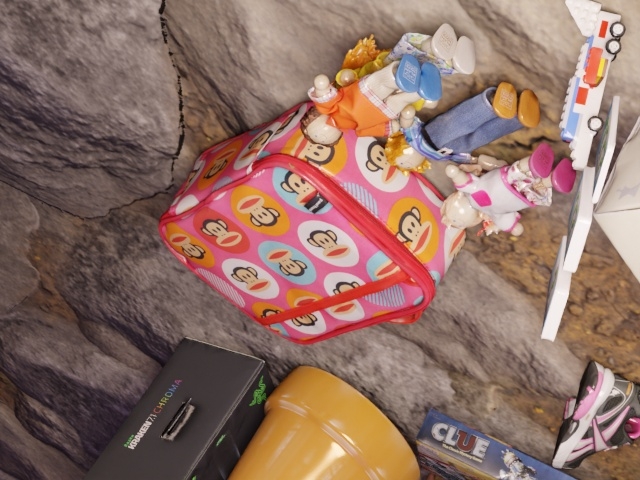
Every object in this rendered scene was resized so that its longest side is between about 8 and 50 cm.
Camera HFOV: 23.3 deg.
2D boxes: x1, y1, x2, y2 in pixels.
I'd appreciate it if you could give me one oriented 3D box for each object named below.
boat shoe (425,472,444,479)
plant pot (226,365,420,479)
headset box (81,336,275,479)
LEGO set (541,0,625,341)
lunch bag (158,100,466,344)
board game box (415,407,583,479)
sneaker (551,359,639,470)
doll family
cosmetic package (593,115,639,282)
[{"bbox_3d":[0.227,0.390,1.802,0.342,0.123,0.123,41,127,43],"label":"boat shoe"},{"bbox_3d":[-0.018,0.285,1.841,0.205,0.188,0.205,36,155,20],"label":"plant pot"},{"bbox_3d":[-0.150,0.298,1.960,0.131,0.246,0.283,14,142,29],"label":"headset box"},{"bbox_3d":[0.192,-0.067,1.209,0.060,0.244,0.182,14,127,5],"label":"LEGO set"},{"bbox_3d":[0.000,0.000,1.564,0.258,0.120,0.293,41,149,-18],"label":"lunch bag"},{"bbox_3d":[0.226,0.275,1.740,0.243,0.042,0.165,25,165,13],"label":"board game box"},{"bbox_3d":[0.290,0.194,1.601,0.077,0.072,0.178,18,152,5],"label":"sneaker"},{"bbox_3d":[0.096,-0.106,1.360,0.263,0.118,0.163,31,146,-30],"label":"doll family"},{"bbox_3d":[0.362,0.026,1.238,0.129,0.153,0.296,-11,128,46],"label":"cosmetic package"}]
